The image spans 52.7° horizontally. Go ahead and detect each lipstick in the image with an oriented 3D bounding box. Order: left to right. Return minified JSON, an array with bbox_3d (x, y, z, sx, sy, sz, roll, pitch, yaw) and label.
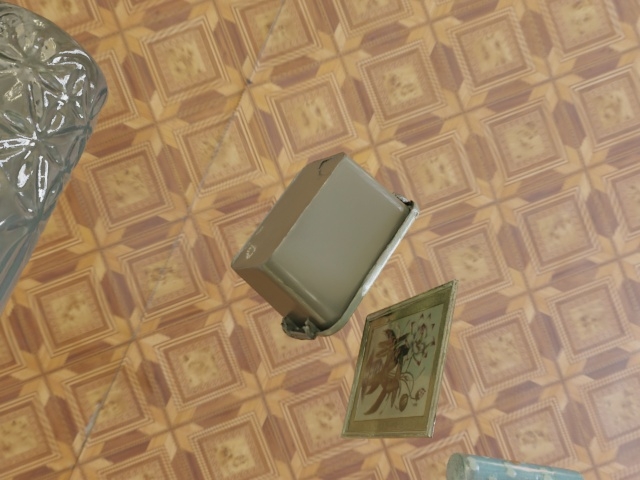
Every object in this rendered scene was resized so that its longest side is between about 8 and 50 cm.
[{"bbox_3d":[0.225,0.278,0.742,0.158,0.048,0.048,13,90,-13],"label":"lipstick"}]

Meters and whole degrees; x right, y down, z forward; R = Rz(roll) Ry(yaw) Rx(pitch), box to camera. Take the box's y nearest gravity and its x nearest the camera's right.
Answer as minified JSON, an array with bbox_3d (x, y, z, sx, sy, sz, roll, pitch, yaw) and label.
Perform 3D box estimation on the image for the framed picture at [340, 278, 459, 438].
[{"bbox_3d":[0.088,0.147,0.760,0.010,0.231,0.173,20,67,-14],"label":"framed picture"}]

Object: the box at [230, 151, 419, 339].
[{"bbox_3d":[0.000,0.000,0.875,0.135,0.163,0.243,43,69,-19],"label":"box"}]

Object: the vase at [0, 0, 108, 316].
[{"bbox_3d":[-0.255,-0.007,0.383,0.251,0.156,0.300,21,65,5],"label":"vase"}]
